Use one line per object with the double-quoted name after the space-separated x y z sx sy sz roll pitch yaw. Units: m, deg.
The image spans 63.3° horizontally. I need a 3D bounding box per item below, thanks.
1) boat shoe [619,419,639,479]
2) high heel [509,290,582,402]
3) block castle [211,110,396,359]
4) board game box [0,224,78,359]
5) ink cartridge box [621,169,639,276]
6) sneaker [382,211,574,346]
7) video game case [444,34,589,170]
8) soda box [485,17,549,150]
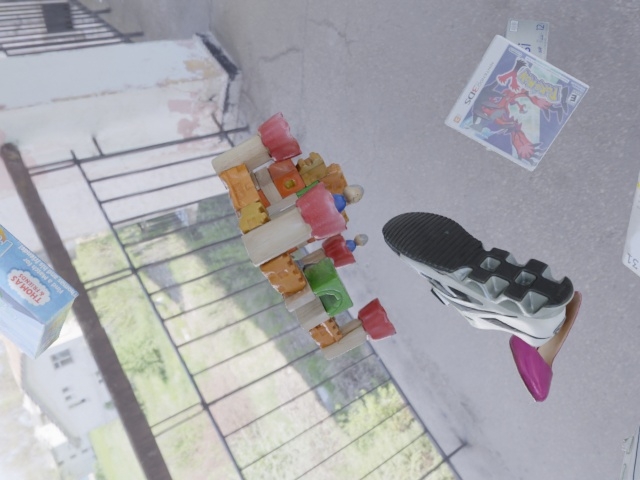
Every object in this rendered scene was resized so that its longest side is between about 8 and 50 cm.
0.738 0.485 1.206 0.083 0.226 0.076 44 149 -16 "boat shoe"
0.572 0.240 1.283 0.181 0.377 0.127 -27 109 27 "high heel"
0.000 0.000 1.010 0.303 0.212 0.453 62 -179 41 "block castle"
-0.295 0.028 0.454 0.160 0.039 0.211 44 145 -9 "board game box"
0.325 0.055 0.421 0.171 0.056 0.235 -112 10 -56 "ink cartridge box"
0.234 0.068 0.858 0.330 0.122 0.146 34 147 37 "sneaker"
0.372 -0.258 0.993 0.201 0.023 0.183 27 109 -4 "video game case"
0.428 -0.334 1.129 0.098 0.091 0.286 75 -154 -70 "soda box"
